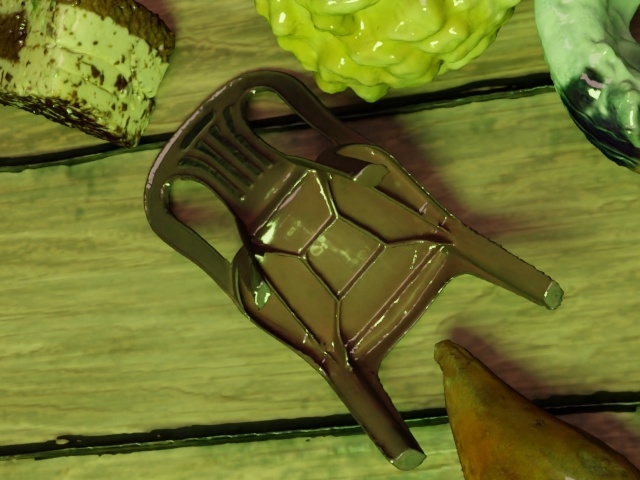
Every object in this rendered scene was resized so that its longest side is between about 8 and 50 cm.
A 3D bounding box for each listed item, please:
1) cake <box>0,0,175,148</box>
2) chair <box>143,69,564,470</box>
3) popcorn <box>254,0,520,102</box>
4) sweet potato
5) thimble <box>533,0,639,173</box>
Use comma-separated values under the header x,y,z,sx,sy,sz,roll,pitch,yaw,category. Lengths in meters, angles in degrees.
x,y,z,sx,sy,sz,roll,pitch,yaw,category
-0.258,-0.172,1.101,0.246,0.135,0.112,18,83,19,cake
0.000,0.000,1.001,0.176,0.183,0.326,-48,25,1,chair
0.038,-0.229,0.977,0.225,0.249,0.249,28,84,-22,popcorn
0.186,0.203,0.902,0.112,0.112,0.359,-41,62,3,sweet potato
0.263,-0.163,0.943,0.237,0.150,0.237,-2,81,16,thimble
